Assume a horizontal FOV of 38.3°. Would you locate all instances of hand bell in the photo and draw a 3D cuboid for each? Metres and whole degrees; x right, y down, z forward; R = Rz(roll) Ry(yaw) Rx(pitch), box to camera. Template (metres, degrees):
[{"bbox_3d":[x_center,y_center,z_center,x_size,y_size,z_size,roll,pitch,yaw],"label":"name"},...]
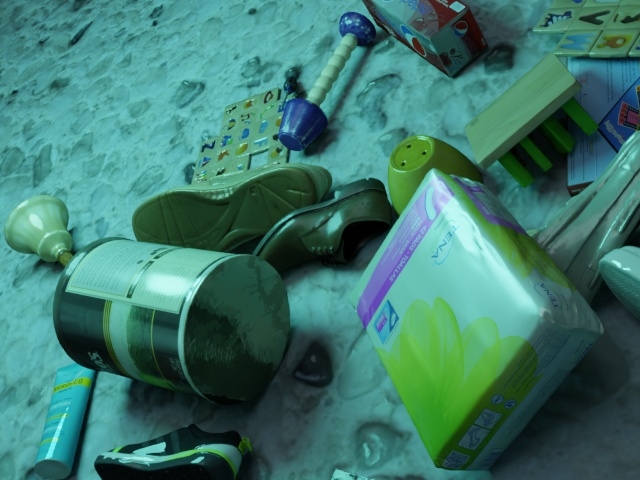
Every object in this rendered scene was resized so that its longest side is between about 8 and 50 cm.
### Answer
[{"bbox_3d":[-0.448,0.033,1.629,0.126,0.126,0.242,-45,54,-7],"label":"hand bell"}]

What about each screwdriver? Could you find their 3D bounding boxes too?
[{"bbox_3d":[-0.059,-0.250,1.598,0.170,0.024,0.025,-79,7,-59],"label":"screwdriver"}]

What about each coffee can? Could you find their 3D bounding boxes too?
[{"bbox_3d":[-0.210,0.105,1.290,0.275,0.201,0.201,6,58,39],"label":"coffee can"}]

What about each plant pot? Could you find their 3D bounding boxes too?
[{"bbox_3d":[0.147,-0.092,1.288,0.134,0.095,0.134,-19,45,20],"label":"plant pot"}]

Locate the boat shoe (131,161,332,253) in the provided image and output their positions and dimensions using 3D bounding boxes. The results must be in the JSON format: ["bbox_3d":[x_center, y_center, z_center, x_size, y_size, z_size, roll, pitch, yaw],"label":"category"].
[{"bbox_3d":[-0.141,-0.046,1.461,0.341,0.122,0.110,-10,11,25],"label":"boat shoe"}]

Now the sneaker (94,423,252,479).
[{"bbox_3d":[-0.191,0.294,1.222,0.234,0.084,0.097,-7,26,30],"label":"sneaker"}]

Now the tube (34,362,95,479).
[{"bbox_3d":[-0.386,0.263,1.400,0.080,0.052,0.207,-15,39,12],"label":"tube"}]

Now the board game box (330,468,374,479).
[{"bbox_3d":[0.068,0.333,1.017,0.186,0.026,0.126,5,58,39],"label":"board game box"}]

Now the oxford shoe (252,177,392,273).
[{"bbox_3d":[0.000,0.000,1.327,0.227,0.083,0.096,-30,52,16],"label":"oxford shoe"}]

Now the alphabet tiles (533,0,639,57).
[{"bbox_3d":[0.489,-0.349,1.304,0.342,0.011,0.285,10,52,41],"label":"alphabet tiles"}]

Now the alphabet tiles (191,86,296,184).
[{"bbox_3d":[-0.136,-0.174,1.635,0.198,0.009,0.237,-16,45,25],"label":"alphabet tiles"}]

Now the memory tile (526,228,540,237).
[{"bbox_3d":[0.253,0.046,1.151,0.113,0.012,0.148,-1,53,35],"label":"memory tile"}]

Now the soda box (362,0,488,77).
[{"bbox_3d":[0.164,-0.372,1.530,0.083,0.092,0.263,-39,41,1],"label":"soda box"}]

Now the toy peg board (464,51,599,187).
[{"bbox_3d":[0.288,-0.156,1.248,0.161,0.079,0.160,-41,17,18],"label":"toy peg board"}]

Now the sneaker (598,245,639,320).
[{"bbox_3d":[0.448,0.051,0.944,0.169,0.108,0.292,-46,51,-11],"label":"sneaker"}]

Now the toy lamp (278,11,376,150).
[{"bbox_3d":[0.010,-0.268,1.562,0.080,0.080,0.275,7,58,40],"label":"toy lamp"}]

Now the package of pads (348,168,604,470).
[{"bbox_3d":[0.165,0.079,1.054,0.229,0.101,0.296,-58,36,25],"label":"package of pads"}]

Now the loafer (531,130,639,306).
[{"bbox_3d":[0.378,-0.052,1.074,0.319,0.112,0.111,-47,71,6],"label":"loafer"}]

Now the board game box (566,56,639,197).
[{"bbox_3d":[0.404,-0.185,1.237,0.145,0.027,0.281,-12,47,29],"label":"board game box"}]
